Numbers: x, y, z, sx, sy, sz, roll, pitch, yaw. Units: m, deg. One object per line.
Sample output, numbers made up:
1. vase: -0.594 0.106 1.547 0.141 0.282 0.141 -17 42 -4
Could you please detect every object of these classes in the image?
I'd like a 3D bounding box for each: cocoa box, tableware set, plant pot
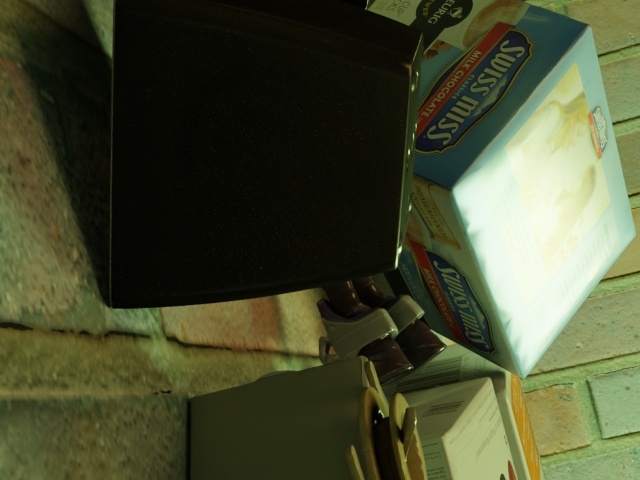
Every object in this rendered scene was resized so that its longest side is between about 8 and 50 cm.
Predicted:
1. cocoa box: 0.156 -0.066 1.379 0.228 0.231 0.347 28 -21 36
2. tableware set: 0.066 0.174 0.787 0.128 0.039 0.194 -69 142 -70
3. plant pot: -0.025 -0.065 0.822 0.188 0.167 0.187 -69 163 -73

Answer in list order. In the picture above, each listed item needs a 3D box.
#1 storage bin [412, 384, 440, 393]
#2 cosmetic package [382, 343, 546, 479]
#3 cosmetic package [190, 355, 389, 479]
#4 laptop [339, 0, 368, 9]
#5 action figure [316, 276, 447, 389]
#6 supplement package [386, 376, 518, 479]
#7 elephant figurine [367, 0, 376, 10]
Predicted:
1. storage bin: 0.088 0.201 1.298 0.091 0.135 0.098 60 17 -23
2. cosmetic package: 0.192 0.361 1.511 0.230 0.162 0.453 -60 135 -74
3. cosmetic package: -0.009 0.200 0.812 0.238 0.127 0.107 -90 162 -44
4. laptop: -0.048 -0.256 0.934 0.136 0.264 0.234 -50 163 -34
5. action figure: 0.000 0.000 1.189 0.285 0.099 0.185 63 15 12
6. supplement package: 0.077 0.241 1.069 0.194 0.149 0.203 -25 100 -70
7. elephant figurine: 0.072 -0.417 1.861 0.239 0.169 0.186 -82 150 -54
